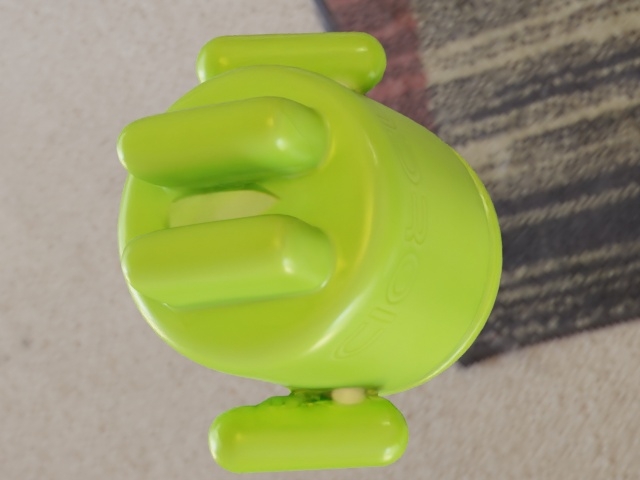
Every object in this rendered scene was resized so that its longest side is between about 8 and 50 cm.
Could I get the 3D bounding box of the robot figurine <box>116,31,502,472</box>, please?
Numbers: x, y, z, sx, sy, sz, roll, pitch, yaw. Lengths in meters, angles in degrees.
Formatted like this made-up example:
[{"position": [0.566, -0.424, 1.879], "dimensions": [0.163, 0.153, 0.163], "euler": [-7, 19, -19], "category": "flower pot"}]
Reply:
[{"position": [0.000, 0.000, 0.422], "dimensions": [0.067, 0.115, 0.101], "euler": [-10, 77, 24], "category": "robot figurine"}]
